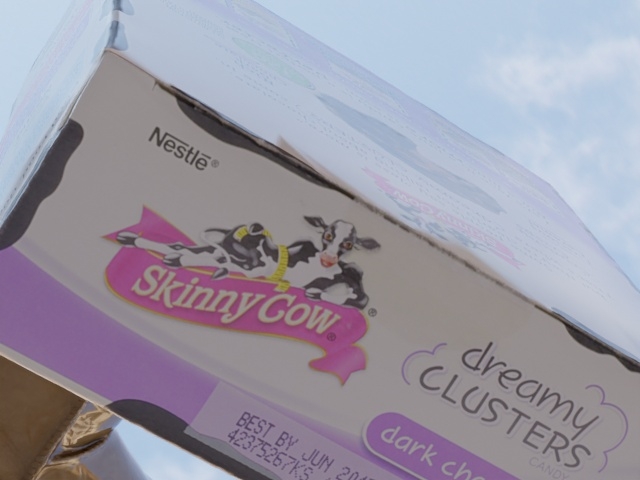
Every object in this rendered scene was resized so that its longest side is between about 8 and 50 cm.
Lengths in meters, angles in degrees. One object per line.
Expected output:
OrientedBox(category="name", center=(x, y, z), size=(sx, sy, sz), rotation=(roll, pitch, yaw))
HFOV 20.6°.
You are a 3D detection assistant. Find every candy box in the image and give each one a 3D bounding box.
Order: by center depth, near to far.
OrientedBox(category="candy box", center=(0.000, 0.000, 0.455), size=(0.165, 0.196, 0.070), rotation=(31, -78, -13))

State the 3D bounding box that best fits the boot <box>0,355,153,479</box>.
OrientedBox(category="boot", center=(-0.076, 0.045, 0.843), size=(0.269, 0.236, 0.089), rotation=(-55, -132, 8))
